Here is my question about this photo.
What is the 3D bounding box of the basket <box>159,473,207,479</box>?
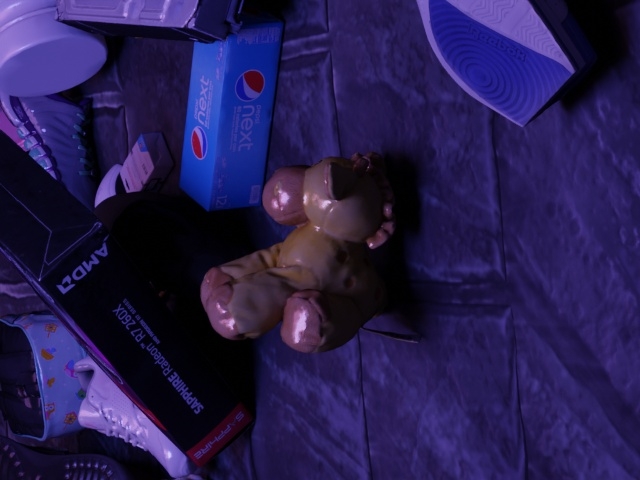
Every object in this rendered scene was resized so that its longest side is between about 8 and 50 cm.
[{"bbox_3d":[-0.203,0.459,1.971,0.266,0.328,0.331,20,114,60],"label":"basket"}]

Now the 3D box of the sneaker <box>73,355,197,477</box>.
[{"bbox_3d":[-0.222,0.208,2.126,0.232,0.115,0.090,51,159,46],"label":"sneaker"}]

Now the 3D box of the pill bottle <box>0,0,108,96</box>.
[{"bbox_3d":[-0.371,-0.351,2.190,0.188,0.187,0.334,-46,57,52],"label":"pill bottle"}]

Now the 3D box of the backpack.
[{"bbox_3d":[-0.334,0.168,2.281,0.188,0.144,0.166,-179,82,-72],"label":"backpack"}]

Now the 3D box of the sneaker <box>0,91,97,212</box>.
[{"bbox_3d":[-0.312,-0.121,2.259,0.224,0.098,0.083,59,-172,2],"label":"sneaker"}]

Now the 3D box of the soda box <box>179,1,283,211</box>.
[{"bbox_3d":[-0.095,-0.141,1.900,0.071,0.067,0.210,39,128,49],"label":"soda box"}]

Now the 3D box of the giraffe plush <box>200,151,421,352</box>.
[{"bbox_3d":[0.000,0.000,1.676,0.181,0.210,0.171,-119,35,-74],"label":"giraffe plush"}]

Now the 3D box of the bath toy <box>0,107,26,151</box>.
[{"bbox_3d":[-0.428,-0.162,2.392,0.129,0.151,0.348,-91,15,-58],"label":"bath toy"}]

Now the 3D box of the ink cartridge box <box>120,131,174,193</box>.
[{"bbox_3d":[-0.205,-0.085,2.130,0.083,0.028,0.048,-51,54,50],"label":"ink cartridge box"}]

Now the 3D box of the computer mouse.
[{"bbox_3d":[-0.240,0.000,2.192,0.106,0.042,0.193,-46,58,53],"label":"computer mouse"}]

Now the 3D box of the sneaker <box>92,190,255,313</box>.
[{"bbox_3d":[-0.185,-0.007,1.997,0.286,0.130,0.109,20,82,51],"label":"sneaker"}]

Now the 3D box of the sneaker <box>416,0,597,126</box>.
[{"bbox_3d":[0.128,-0.265,1.461,0.315,0.182,0.127,48,146,0],"label":"sneaker"}]

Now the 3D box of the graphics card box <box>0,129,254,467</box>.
[{"bbox_3d":[-0.234,0.067,1.940,0.233,0.094,0.371,40,167,42],"label":"graphics card box"}]

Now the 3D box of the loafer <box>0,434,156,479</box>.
[{"bbox_3d":[-0.332,0.327,2.270,0.366,0.130,0.134,4,77,44],"label":"loafer"}]

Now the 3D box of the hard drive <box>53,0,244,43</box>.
[{"bbox_3d":[-0.162,-0.331,1.902,0.339,0.064,0.237,15,89,56],"label":"hard drive"}]
